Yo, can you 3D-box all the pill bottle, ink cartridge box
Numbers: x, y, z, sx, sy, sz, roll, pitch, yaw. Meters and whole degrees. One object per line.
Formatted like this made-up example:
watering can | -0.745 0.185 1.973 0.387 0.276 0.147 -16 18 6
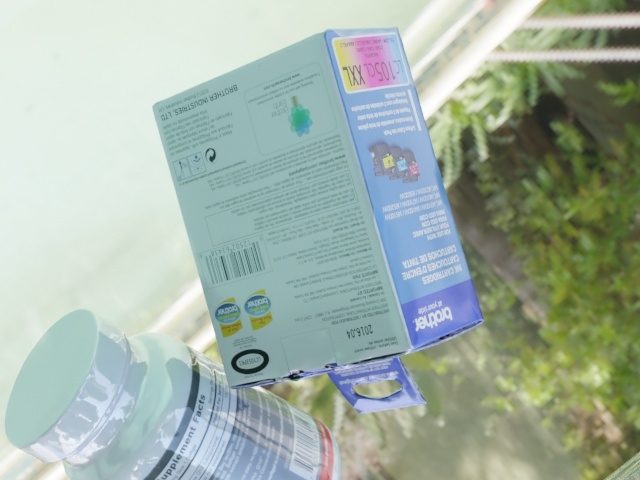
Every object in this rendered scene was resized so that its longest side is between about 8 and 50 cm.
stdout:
pill bottle | -0.169 0.234 1.550 0.210 0.363 0.210 -36 -144 31
ink cartridge box | 0.000 0.000 1.422 0.270 0.396 0.151 -16 178 41

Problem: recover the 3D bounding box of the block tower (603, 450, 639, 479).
block tower | 0.254 0.178 0.909 0.097 0.091 0.335 -36 167 -7
